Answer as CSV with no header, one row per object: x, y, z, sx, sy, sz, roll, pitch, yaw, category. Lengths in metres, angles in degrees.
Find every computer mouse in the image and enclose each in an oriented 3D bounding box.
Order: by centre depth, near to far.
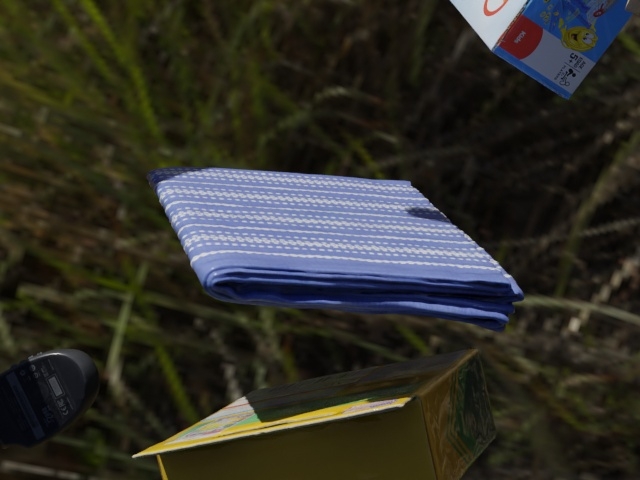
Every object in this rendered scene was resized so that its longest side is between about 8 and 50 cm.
-0.292,0.161,1.681,0.242,0.041,0.071,-26,83,9,computer mouse

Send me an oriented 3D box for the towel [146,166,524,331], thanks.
0.000,0.000,1.567,0.336,0.243,0.040,-128,44,-71,towel

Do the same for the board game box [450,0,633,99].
0.225,-0.313,1.702,0.302,0.086,0.308,-54,25,15,board game box

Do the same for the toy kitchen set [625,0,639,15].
0.263,-0.198,1.382,0.075,0.068,0.083,21,72,4,toy kitchen set

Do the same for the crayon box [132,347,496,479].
0.007,0.157,1.512,0.203,0.323,0.083,-12,90,14,crayon box
